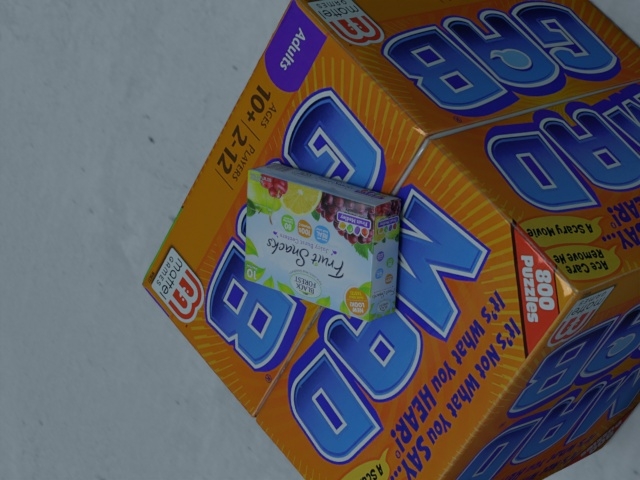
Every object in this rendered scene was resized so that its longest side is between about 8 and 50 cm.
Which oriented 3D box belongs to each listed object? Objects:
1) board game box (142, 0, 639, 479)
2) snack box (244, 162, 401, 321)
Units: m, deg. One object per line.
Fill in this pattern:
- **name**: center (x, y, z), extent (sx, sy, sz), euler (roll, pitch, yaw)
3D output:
- **board game box**: center (0.129, 0.002, 1.734), extent (0.356, 0.356, 0.356), euler (48, 129, 22)
- **snack box**: center (0.000, 0.000, 1.576), extent (0.141, 0.037, 0.100), euler (17, 114, 39)
